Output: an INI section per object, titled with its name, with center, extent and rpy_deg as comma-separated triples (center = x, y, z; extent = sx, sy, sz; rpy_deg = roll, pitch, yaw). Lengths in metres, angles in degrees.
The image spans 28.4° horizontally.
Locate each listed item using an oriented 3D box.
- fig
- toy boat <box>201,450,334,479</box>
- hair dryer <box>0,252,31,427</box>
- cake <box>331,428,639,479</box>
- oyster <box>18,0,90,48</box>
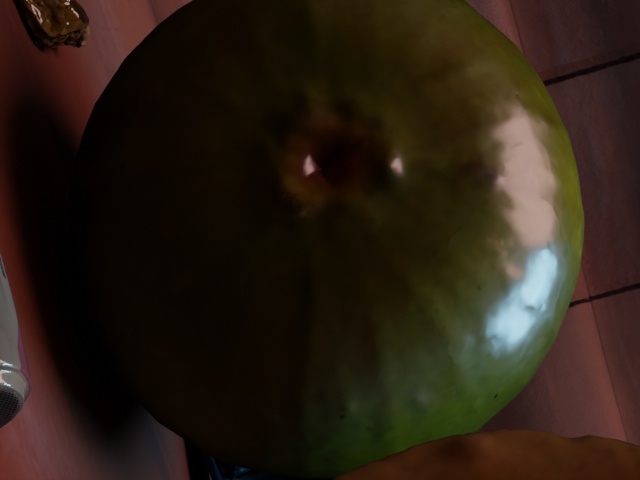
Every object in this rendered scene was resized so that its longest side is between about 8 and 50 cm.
[fig]
center = 0.000, 0.000, 0.763
extent = 0.316, 0.316, 0.316
rpy_deg = -16, 90, -85
[toy boat]
center = -0.056, 0.085, 0.933
extent = 0.062, 0.096, 0.299
rpy_deg = 86, -11, -57
[hair dryer]
center = -0.155, 0.000, 0.421
extent = 0.154, 0.054, 0.106
rpy_deg = 54, 16, -62
[cake]
center = 0.097, 0.296, 0.550
extent = 0.332, 0.332, 0.321
rpy_deg = -99, -174, -54
[oyster]
center = -0.168, -0.149, 0.789
extent = 0.093, 0.034, 0.051
rpy_deg = 20, 47, -78
